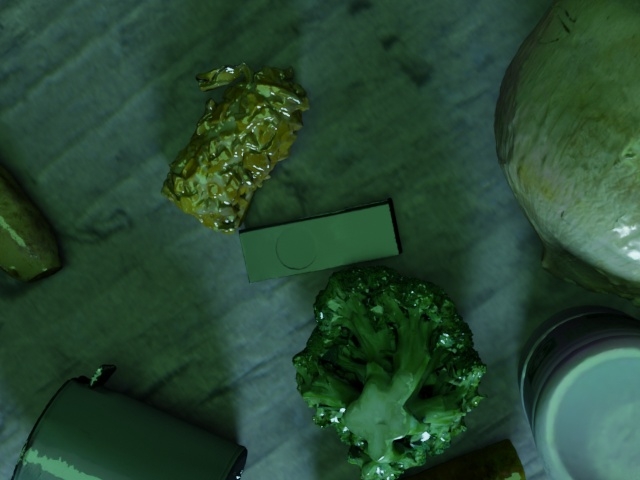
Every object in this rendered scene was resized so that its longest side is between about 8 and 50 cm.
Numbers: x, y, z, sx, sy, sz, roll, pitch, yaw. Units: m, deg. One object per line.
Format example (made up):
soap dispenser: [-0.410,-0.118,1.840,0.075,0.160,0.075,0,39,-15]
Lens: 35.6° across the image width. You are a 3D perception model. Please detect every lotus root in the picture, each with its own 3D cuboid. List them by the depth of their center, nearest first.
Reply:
lotus root: [-0.477,-0.042,1.440,0.110,0.097,0.258,-39,96,16]

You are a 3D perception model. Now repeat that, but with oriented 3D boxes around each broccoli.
broccoli: [0.087,0.180,1.298,0.265,0.245,0.295,3,98,8]

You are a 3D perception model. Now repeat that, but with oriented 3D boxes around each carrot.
carrot: [0.141,0.373,1.374,0.301,0.114,0.114,-23,90,6]

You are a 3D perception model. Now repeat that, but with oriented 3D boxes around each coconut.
coconut: [0.387,-0.101,1.174,0.404,0.404,0.405,1,94,8]

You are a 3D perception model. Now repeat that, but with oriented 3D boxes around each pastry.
pastry: [-0.120,-0.141,1.378,0.154,0.102,0.250,32,99,7]

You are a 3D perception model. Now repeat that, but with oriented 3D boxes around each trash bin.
trash bin: [-0.260,0.334,1.370,0.262,0.217,0.277,21,89,6]

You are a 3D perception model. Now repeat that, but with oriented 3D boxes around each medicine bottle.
medicine bottle: [0.355,0.198,1.223,0.212,0.325,0.212,0,93,8]

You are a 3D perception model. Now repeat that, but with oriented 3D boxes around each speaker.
speaker: [0.000,0.000,1.399,0.218,0.044,0.082,-10,92,9]
